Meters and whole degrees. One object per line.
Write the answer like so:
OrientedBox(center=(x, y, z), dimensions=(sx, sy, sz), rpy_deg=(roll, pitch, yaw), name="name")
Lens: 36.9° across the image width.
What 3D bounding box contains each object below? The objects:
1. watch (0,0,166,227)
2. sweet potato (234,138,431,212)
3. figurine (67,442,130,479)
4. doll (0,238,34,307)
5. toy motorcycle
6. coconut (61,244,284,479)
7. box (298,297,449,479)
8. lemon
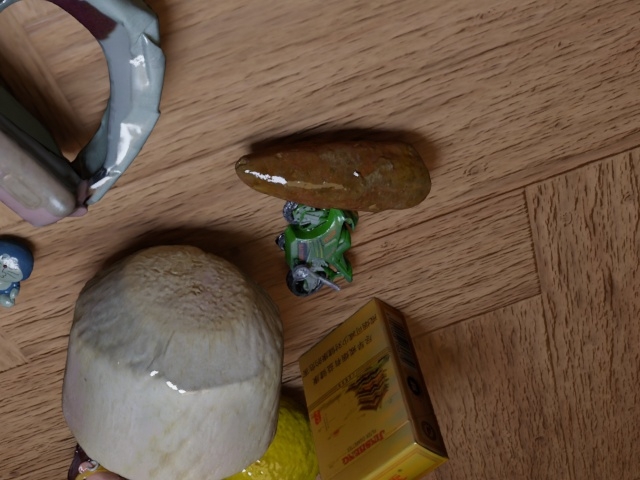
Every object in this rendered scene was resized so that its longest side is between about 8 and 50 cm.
OrientedBox(center=(-0.271, -0.170, 0.987), dimensions=(0.241, 0.162, 0.253), rpy_deg=(-38, 137, 3), name="watch")
OrientedBox(center=(0.015, -0.082, 1.187), dimensions=(0.252, 0.097, 0.097), rpy_deg=(2, 133, -18), name="sweet potato")
OrientedBox(center=(-0.297, 0.325, 1.484), dimensions=(0.240, 0.116, 0.175), rpy_deg=(-44, 133, 18), name="figurine")
OrientedBox(center=(-0.401, 0.033, 1.204), dimensions=(0.076, 0.050, 0.083), rpy_deg=(32, 122, -18), name="doll")
OrientedBox(center=(0.000, 0.000, 1.287), dimensions=(0.106, 0.074, 0.190), rpy_deg=(-16, 137, -14), name="toy motorcycle")
OrientedBox(center=(-0.185, 0.175, 1.240), dimensions=(0.329, 0.329, 0.329), rpy_deg=(-9, 136, -9), name="coconut")
OrientedBox(center=(0.068, 0.240, 1.394), dimensions=(0.076, 0.274, 0.174), rpy_deg=(31, 119, -34), name="box")
OrientedBox(center=(-0.088, 0.329, 1.507), dimensions=(0.193, 0.180, 0.180), rpy_deg=(-14, 143, -41), name="lemon")
